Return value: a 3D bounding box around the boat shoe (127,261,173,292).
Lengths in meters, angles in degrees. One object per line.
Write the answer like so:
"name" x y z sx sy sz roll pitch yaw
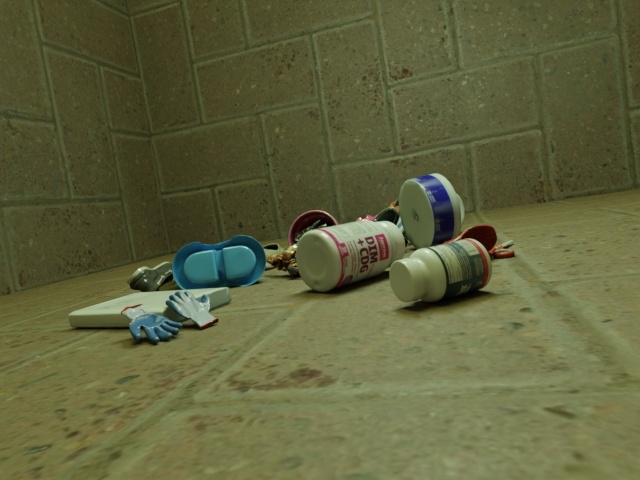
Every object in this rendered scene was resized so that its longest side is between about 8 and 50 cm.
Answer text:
"boat shoe" -0.599 0.150 1.721 0.112 0.095 0.335 -45 0 1

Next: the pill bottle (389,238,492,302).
"pill bottle" 0.231 0.062 0.916 0.180 0.108 0.108 -11 5 -23

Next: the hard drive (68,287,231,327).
"hard drive" -0.443 0.175 1.226 0.353 0.047 0.233 -7 5 30

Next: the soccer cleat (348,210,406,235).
"soccer cleat" 0.248 -0.030 1.889 0.331 0.143 0.116 -13 -20 -16

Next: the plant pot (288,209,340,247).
"plant pot" 0.000 0.000 1.793 0.201 0.201 0.180 -8 -12 16

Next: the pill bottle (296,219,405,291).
"pill bottle" 0.088 0.031 1.263 0.283 0.160 0.160 -13 6 -41

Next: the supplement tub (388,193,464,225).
"supplement tub" 0.463 -0.117 2.127 0.207 0.207 0.338 -11 5 -28

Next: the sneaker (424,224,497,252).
"sneaker" 0.370 0.014 1.304 0.221 0.087 0.128 -18 7 -20

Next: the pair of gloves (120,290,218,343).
"pair of gloves" -0.317 0.158 1.008 0.198 0.023 0.159 -18 32 -42

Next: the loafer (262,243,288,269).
"loafer" -0.186 0.056 1.935 0.102 0.092 0.268 -5 6 19

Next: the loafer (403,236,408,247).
"loafer" 0.240 0.012 1.639 0.087 0.094 0.251 -11 2 28

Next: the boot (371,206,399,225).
"boot" 0.192 -0.019 1.732 0.236 0.085 0.178 -47 -6 20

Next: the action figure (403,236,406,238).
"action figure" 0.278 -0.027 2.089 0.063 0.137 0.232 -25 2 -24

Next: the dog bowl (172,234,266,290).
"dog bowl" -0.324 0.081 1.530 0.297 0.166 0.074 -10 -8 -6

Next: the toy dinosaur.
"toy dinosaur" -0.062 0.045 1.572 0.322 0.164 0.218 17 34 27

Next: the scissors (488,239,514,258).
"scissors" 0.521 0.023 1.400 0.109 0.021 0.297 -9 5 24

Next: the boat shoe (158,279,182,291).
"boat shoe" -0.465 0.157 1.589 0.153 0.048 0.056 -18 20 -26

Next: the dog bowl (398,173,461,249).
"dog bowl" 0.382 -0.098 1.665 0.104 0.265 0.265 -13 5 -14
